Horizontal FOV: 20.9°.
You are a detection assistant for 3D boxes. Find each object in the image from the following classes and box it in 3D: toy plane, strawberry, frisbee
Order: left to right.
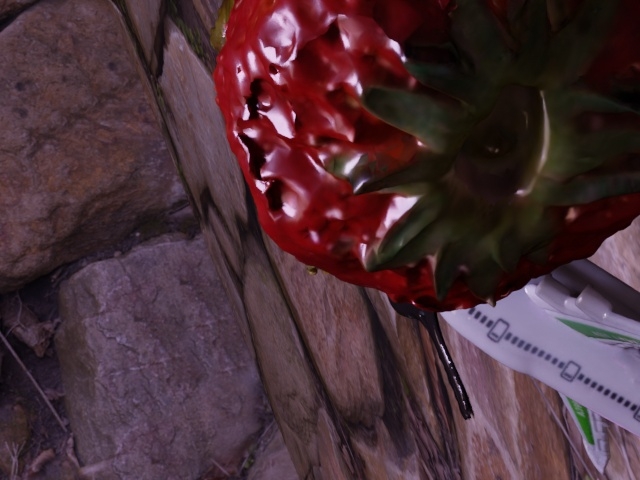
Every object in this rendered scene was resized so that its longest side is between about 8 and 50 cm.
[{"bbox_3d":[0.110,0.091,1.714,0.211,0.012,0.187,108,141,-72],"label":"frisbee"},{"bbox_3d":[0.066,-0.101,0.948,0.277,0.257,0.257,-100,-2,-55],"label":"strawberry"},{"bbox_3d":[0.164,0.061,1.030,0.255,0.101,0.251,40,164,11],"label":"toy plane"}]

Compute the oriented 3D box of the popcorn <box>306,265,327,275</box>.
[{"bbox_3d":[0.000,0.000,2.004,0.082,0.057,0.083,-159,53,-75],"label":"popcorn"}]

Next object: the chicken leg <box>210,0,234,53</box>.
[{"bbox_3d":[0.008,-0.165,1.414,0.211,0.140,0.361,51,174,-9],"label":"chicken leg"}]
